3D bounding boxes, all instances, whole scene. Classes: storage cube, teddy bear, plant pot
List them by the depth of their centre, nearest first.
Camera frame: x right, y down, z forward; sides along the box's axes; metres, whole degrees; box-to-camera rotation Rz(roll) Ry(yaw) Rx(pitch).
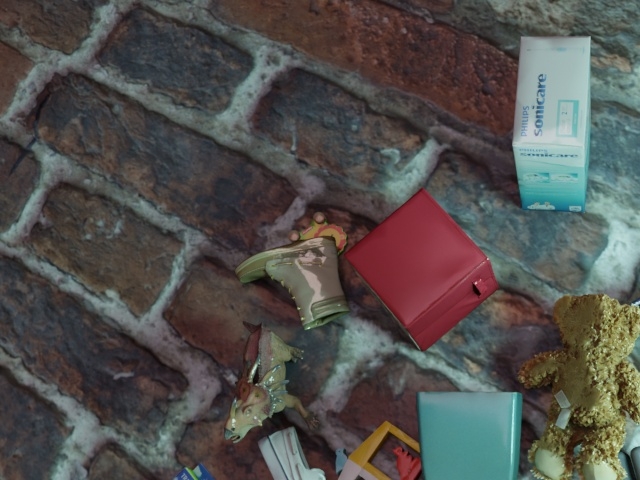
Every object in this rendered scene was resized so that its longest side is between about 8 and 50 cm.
[{"bbox_3d":[0.254,0.373,1.800,0.165,0.166,0.234,-2,80,14],"label":"plant pot"},{"bbox_3d":[0.461,0.264,1.841,0.245,0.113,0.338,-21,60,37],"label":"teddy bear"},{"bbox_3d":[0.186,0.056,1.962,0.193,0.184,0.215,-40,66,-1],"label":"storage cube"}]

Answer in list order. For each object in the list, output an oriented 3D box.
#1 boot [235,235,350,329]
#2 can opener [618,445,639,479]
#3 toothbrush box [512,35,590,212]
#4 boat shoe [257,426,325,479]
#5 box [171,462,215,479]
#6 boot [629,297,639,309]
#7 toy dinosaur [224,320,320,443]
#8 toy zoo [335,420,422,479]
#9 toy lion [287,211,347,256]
[{"bbox_3d":[-0.055,0.094,2.067,0.213,0.077,0.165,-17,77,16],"label":"boot"},{"bbox_3d":[0.540,0.477,1.756,0.074,0.093,0.280,-21,61,26],"label":"can opener"},{"bbox_3d":[0.422,-0.204,1.938,0.126,0.295,0.216,3,69,16],"label":"toothbrush box"},{"bbox_3d":[-0.028,0.438,1.906,0.084,0.095,0.258,-29,55,-5],"label":"boat shoe"},{"bbox_3d":[-0.262,0.507,1.983,0.178,0.042,0.109,-44,66,-3],"label":"box"},{"bbox_3d":[0.632,0.118,1.873,0.190,0.086,0.069,-17,66,8],"label":"boot"},{"bbox_3d":[-0.104,0.235,1.947,0.127,0.200,0.296,-18,52,11],"label":"toy dinosaur"},{"bbox_3d":[0.145,0.455,1.901,0.293,0.030,0.192,33,81,23],"label":"toy zoo"},{"bbox_3d":[0.000,0.000,2.119,0.100,0.034,0.096,-35,72,0],"label":"toy lion"}]
